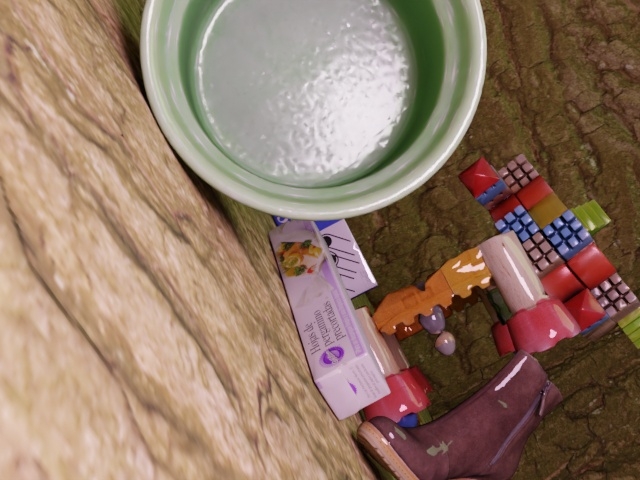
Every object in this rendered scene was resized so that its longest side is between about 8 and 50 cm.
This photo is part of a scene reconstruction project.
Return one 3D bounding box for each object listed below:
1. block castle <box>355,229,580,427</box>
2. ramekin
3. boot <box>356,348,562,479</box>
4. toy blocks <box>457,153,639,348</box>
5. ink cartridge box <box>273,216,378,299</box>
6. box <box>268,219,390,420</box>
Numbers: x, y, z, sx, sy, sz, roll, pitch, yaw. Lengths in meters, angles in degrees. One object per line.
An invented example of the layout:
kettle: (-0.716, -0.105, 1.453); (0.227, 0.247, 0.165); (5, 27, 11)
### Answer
block castle: (0.197, 0.163, 1.231); (0.213, 0.303, 0.453); (64, 4, 10)
ramekin: (-0.010, -0.167, 0.787); (0.303, 0.303, 0.148); (62, -4, -1)
boot: (0.165, 0.202, 0.953); (0.090, 0.207, 0.248); (32, -10, 49)
toy blocks: (0.357, 0.005, 1.278); (0.381, 0.191, 0.261); (57, 15, 22)
ink cartridge box: (0.000, 0.000, 1.283); (0.207, 0.097, 0.046); (63, 3, 6)
box: (0.001, 0.072, 0.969); (0.067, 0.063, 0.324); (59, 4, -32)
